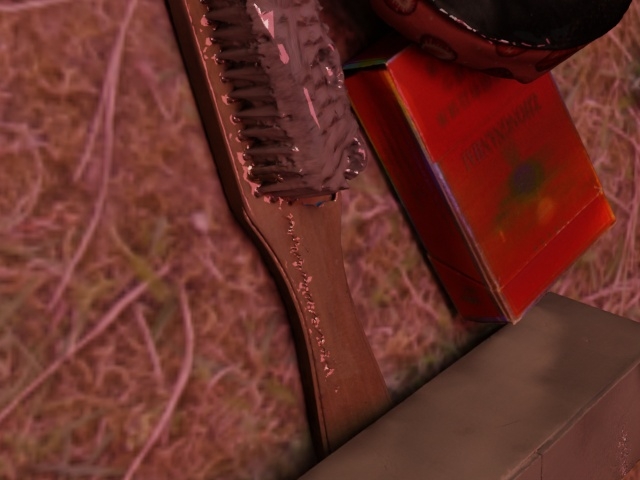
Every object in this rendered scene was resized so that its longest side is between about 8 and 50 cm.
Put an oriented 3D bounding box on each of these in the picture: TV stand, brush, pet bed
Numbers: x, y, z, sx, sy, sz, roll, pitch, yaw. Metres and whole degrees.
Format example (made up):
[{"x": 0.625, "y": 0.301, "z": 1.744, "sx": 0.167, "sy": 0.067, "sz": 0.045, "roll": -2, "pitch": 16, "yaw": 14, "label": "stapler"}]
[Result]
[{"x": 0.085, "y": 0.128, "z": 0.608, "sx": 0.269, "sy": 0.088, "sz": 0.083, "roll": -30, "pitch": 126, "yaw": -37, "label": "TV stand"}, {"x": 0.000, "y": 0.000, "z": 0.587, "sx": 0.070, "sy": 0.065, "sz": 0.328, "roll": -25, "pitch": 109, "yaw": -32, "label": "brush"}, {"x": 0.089, "y": -0.178, "z": 0.602, "sx": 0.201, "sy": 0.053, "sz": 0.201, "roll": 10, "pitch": 65, "yaw": -21, "label": "pet bed"}]

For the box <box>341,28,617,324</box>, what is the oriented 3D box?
[{"x": 0.094, "y": -0.052, "z": 0.654, "sx": 0.112, "sy": 0.048, "sz": 0.175, "roll": -39, "pitch": 113, "yaw": -28, "label": "box"}]
